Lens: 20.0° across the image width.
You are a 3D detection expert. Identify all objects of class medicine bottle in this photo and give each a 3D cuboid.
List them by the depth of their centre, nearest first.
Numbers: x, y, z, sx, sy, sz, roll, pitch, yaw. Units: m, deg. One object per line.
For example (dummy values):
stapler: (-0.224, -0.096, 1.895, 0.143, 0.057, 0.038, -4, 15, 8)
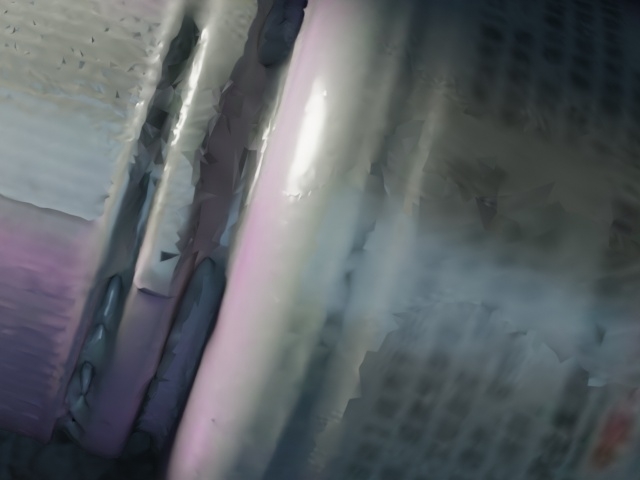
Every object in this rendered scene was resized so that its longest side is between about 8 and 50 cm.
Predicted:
medicine bottle: (0.000, 0.000, 0.706, 0.324, 0.256, 0.256, 17, 95, -7)
